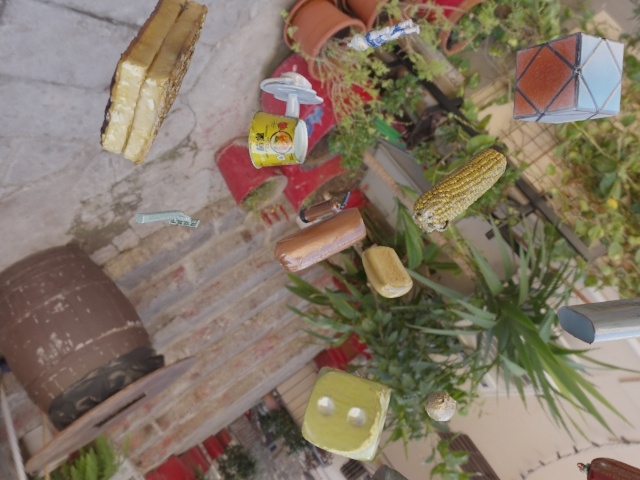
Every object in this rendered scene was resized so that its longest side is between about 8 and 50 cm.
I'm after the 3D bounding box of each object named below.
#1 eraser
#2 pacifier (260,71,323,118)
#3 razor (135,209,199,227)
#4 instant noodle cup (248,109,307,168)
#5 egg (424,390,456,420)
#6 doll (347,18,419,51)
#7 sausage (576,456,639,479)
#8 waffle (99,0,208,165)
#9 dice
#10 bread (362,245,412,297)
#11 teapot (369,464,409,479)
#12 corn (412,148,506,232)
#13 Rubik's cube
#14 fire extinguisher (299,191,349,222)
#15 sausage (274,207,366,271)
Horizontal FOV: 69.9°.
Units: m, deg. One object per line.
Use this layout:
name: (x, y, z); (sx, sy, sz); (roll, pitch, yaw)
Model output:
eraser: (0.782, 0.208, 1.213); (0.227, 0.081, 0.174); (-5, -172, -2)
pacifier: (-0.119, -0.522, 1.771); (0.238, 0.225, 0.287); (5, -177, 9)
razor: (-0.515, -0.078, 1.519); (0.278, 0.111, 0.056); (1, 97, -77)
instant noodle cup: (-0.126, -0.313, 1.433); (0.144, 0.182, 0.182); (6, 179, 13)
egg: (0.468, 0.645, 1.792); (0.140, 0.118, 0.116); (44, 66, -50)
doll: (0.194, -0.649, 1.465); (0.227, 0.057, 0.114); (-2, -167, 28)
sausage: (0.508, 0.387, 0.665); (0.083, 0.083, 0.264); (-30, -160, -29)
waffle: (-0.310, -0.311, 0.866); (0.213, 0.091, 0.308); (-50, -155, 42)
dice: (0.064, 0.396, 1.064); (0.166, 0.169, 0.169); (56, 50, -70)
bread: (0.233, 0.117, 1.650); (0.147, 0.217, 0.098); (-2, 136, -17)
teapot: (0.196, 0.799, 1.239); (0.321, 0.239, 0.239); (-66, 170, 28)
corn: (0.348, -0.132, 1.130); (0.293, 0.106, 0.106); (-39, 171, -13)
Rubik's cube: (0.708, -0.454, 1.317); (0.205, 0.205, 0.207); (-4, -173, -28)
fire extinguisher: (0.016, -0.098, 1.358); (0.177, 0.062, 0.050); (-17, 147, 39)
sausage: (-0.001, 0.000, 1.462); (0.304, 0.121, 0.121); (-25, 168, -12)
